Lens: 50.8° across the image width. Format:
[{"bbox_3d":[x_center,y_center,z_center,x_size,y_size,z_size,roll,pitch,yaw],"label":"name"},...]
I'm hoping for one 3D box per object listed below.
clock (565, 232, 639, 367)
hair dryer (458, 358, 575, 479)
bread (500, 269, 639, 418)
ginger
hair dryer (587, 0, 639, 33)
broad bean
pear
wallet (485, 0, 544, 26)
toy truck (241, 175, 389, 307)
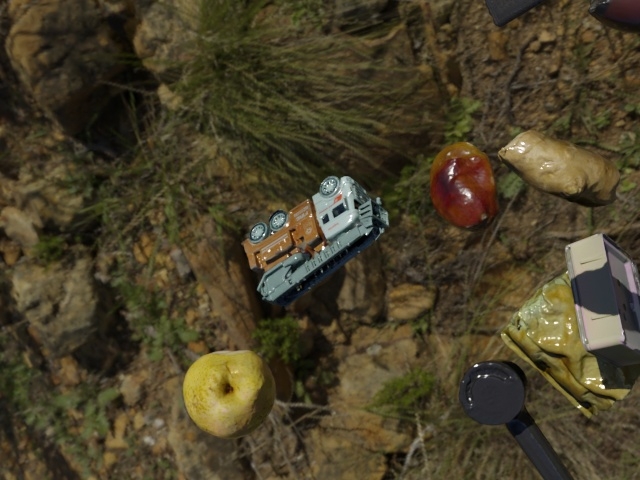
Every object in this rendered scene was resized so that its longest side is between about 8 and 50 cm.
[{"bbox_3d":[0.483,0.101,1.123,0.071,0.147,0.192,-24,54,38],"label":"clock"},{"bbox_3d":[0.299,0.285,0.969,0.251,0.089,0.197,58,-169,16],"label":"hair dryer"},{"bbox_3d":[0.502,0.199,1.315,0.252,0.196,0.238,44,167,17],"label":"bread"},{"bbox_3d":[0.298,-0.085,0.824,0.095,0.190,0.069,29,103,57],"label":"ginger"},{"bbox_3d":[0.742,-0.534,1.359,0.340,0.312,0.123,80,-163,-76],"label":"hair dryer"},{"bbox_3d":[0.328,-0.125,1.546,0.156,0.122,0.228,-36,58,43],"label":"broad bean"},{"bbox_3d":[-0.165,0.271,1.214,0.178,0.178,0.178,35,139,38],"label":"pear"},{"bbox_3d":[0.523,-0.654,1.575,0.321,0.044,0.170,-26,88,32],"label":"wallet"},{"bbox_3d":[0.000,0.000,1.485,0.133,0.338,0.184,38,-152,-44],"label":"toy truck"}]
